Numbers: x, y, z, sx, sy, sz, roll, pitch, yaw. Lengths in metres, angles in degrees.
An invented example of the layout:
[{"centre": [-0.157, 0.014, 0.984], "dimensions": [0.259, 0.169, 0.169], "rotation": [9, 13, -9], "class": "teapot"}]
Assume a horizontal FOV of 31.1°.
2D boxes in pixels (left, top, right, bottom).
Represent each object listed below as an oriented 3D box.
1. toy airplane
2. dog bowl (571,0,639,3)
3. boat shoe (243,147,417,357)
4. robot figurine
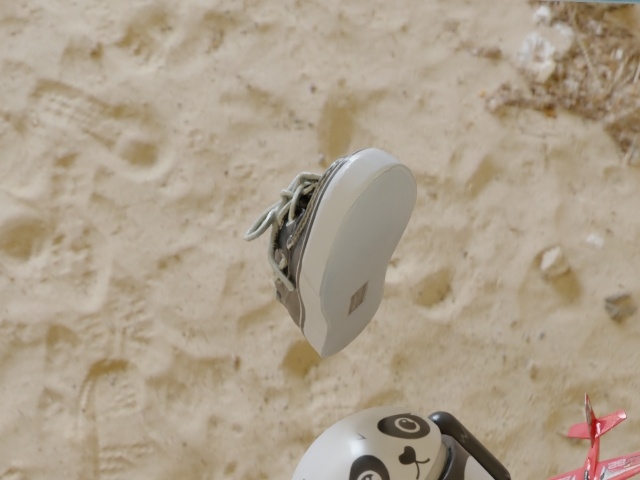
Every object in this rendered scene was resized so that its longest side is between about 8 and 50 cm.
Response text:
[{"centre": [0.269, 0.220, 1.143], "dimensions": [0.151, 0.028, 0.151], "rotation": [-34, 31, 24], "class": "toy airplane"}, {"centre": [0.206, -0.237, 0.778], "dimensions": [0.074, 0.166, 0.297], "rotation": [-20, 22, -28], "class": "dog bowl"}, {"centre": [0.003, -0.003, 0.957], "dimensions": [0.105, 0.306, 0.113], "rotation": [43, 75, 15], "class": "boat shoe"}, {"centre": [0.098, 0.273, 1.023], "dimensions": [0.173, 0.209, 0.278], "rotation": [-43, 98, 6], "class": "robot figurine"}]
